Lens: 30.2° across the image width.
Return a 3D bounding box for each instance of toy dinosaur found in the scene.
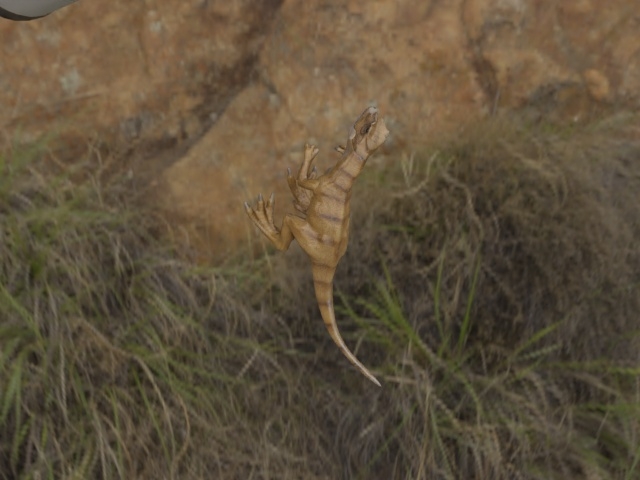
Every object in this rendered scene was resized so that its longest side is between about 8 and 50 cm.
[{"bbox_3d":[0.000,0.000,0.873,0.064,0.211,0.112,-14,34,-34],"label":"toy dinosaur"}]

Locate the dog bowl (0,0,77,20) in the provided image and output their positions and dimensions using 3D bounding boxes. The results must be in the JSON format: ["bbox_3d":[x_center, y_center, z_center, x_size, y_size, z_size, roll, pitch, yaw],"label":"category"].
[{"bbox_3d":[-0.155,-0.356,0.781,0.150,0.408,0.408,-2,56,11],"label":"dog bowl"}]
